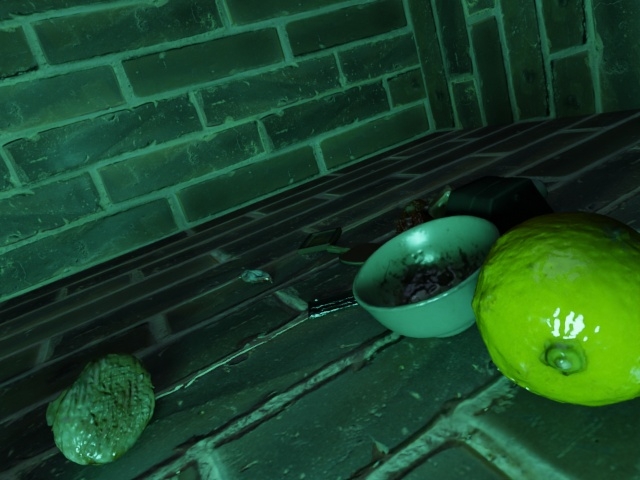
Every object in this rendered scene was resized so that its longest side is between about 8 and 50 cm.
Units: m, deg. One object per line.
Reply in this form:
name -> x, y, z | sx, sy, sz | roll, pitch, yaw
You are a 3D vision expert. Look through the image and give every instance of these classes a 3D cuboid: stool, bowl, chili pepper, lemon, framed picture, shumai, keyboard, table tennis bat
stool -> 0.390, -0.027, 0.964 | 0.232, 0.232, 0.141 | -25, 20, -22
bowl -> 0.220, 0.090, 0.837 | 0.289, 0.146, 0.289 | -27, 20, 10
chili pepper -> -0.211, 0.116, 1.401 | 0.153, 0.041, 0.050 | -1, 66, 42
lemon -> 0.342, 0.085, 0.600 | 0.260, 0.261, 0.284 | -14, 15, 10
framed picture -> 0.000, 0.000, 1.580 | 0.127, 0.023, 0.168 | -11, 18, 20
shumai -> -0.417, 0.325, 0.824 | 0.153, 0.161, 0.210 | -40, 39, 28
keyboard -> 0.089, 0.139, 1.074 | 0.250, 0.017, 0.087 | -17, 18, 4
table tennis bat -> 0.107, 0.038, 1.373 | 0.138, 0.022, 0.246 | -28, 22, -32

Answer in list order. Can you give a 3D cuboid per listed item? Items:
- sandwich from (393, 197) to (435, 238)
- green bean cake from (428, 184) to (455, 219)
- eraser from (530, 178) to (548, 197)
sandwich -> 0.278, -0.039, 1.209 | 0.184, 0.160, 0.109 | -17, -4, -27
green bean cake -> 0.366, -0.054, 1.123 | 0.085, 0.179, 0.109 | -48, -1, 22
eraser -> 0.537, -0.112, 1.307 | 0.227, 0.081, 0.174 | -26, 20, -29
